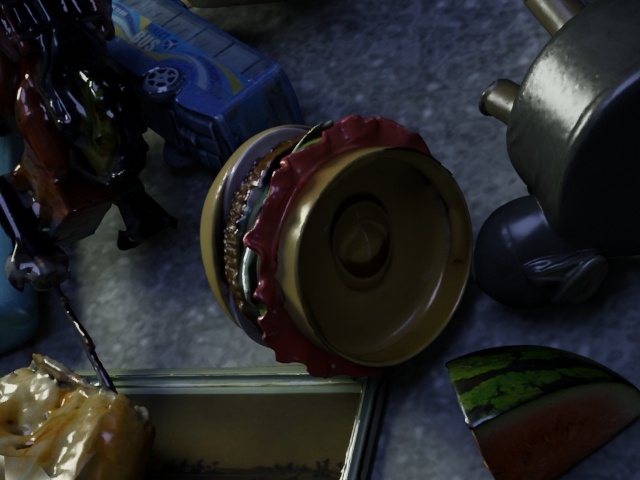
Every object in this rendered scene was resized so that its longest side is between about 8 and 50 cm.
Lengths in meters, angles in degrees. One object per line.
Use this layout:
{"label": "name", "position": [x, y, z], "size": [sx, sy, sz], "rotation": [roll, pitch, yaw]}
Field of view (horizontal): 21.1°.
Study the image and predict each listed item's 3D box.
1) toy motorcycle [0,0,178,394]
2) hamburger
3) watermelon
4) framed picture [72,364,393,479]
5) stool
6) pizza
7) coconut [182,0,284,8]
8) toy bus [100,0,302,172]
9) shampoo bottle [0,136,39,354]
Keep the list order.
{"label": "toy motorcycle", "position": [-0.198, -0.081, 1.222], "size": [0.134, 0.207, 0.401], "rotation": [-22, 73, -37]}
{"label": "hamburger", "position": [0.003, 0.000, 1.092], "size": [0.137, 0.175, 0.175], "rotation": [15, 64, 51]}
{"label": "watermelon", "position": [0.112, 0.108, 0.999], "size": [0.125, 0.135, 0.094], "rotation": [11, 99, 31]}
{"label": "framed picture", "position": [-0.087, 0.164, 1.108], "size": [0.252, 0.014, 0.197], "rotation": [-3, 55, 26]}
{"label": "stool", "position": [0.167, -0.070, 1.053], "size": [0.228, 0.153, 0.139], "rotation": [-36, 47, 0]}
{"label": "pizza", "position": [-0.232, 0.155, 1.141], "size": [0.297, 0.071, 0.189], "rotation": [10, 65, 46]}
{"label": "coconut", "position": [-0.079, -0.291, 1.313], "size": [0.233, 0.233, 0.245], "rotation": [-42, 44, -6]}
{"label": "toy bus", "position": [-0.115, -0.128, 1.306], "size": [0.094, 0.079, 0.236], "rotation": [-35, 45, -21]}
{"label": "shampoo bottle", "position": [-0.267, -0.026, 1.314], "size": [0.103, 0.061, 0.258], "rotation": [-18, 49, 10]}
